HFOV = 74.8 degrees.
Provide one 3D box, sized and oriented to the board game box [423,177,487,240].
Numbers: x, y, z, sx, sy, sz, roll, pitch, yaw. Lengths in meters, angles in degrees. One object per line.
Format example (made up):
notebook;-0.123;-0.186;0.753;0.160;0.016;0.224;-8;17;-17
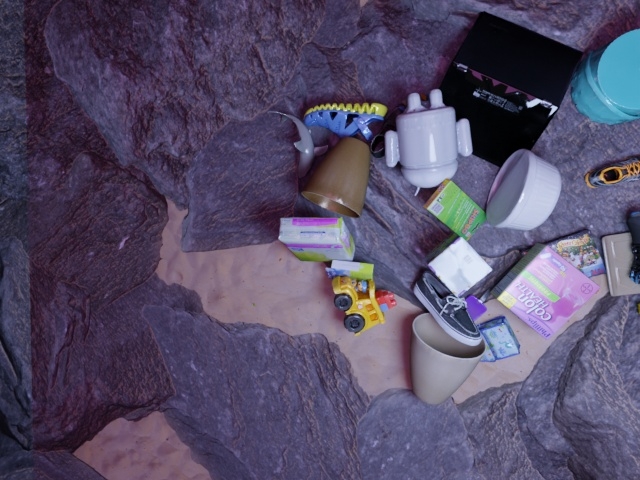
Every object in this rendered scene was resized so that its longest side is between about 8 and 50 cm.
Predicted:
board game box;0.486;-0.103;1.488;0.259;0.039;0.124;32;103;-31

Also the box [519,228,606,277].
box;0.851;0.074;1.479;0.233;0.044;0.159;-21;90;13

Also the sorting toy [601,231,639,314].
sorting toy;1.100;0.119;1.434;0.229;0.041;0.307;-10;92;8

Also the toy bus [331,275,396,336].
toy bus;0.167;0.219;1.569;0.211;0.149;0.220;-23;106;12

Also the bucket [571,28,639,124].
bucket;0.979;-0.519;1.342;0.281;0.183;0.281;1;94;12

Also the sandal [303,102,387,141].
sandal;0.089;-0.442;1.579;0.317;0.126;0.138;4;98;14

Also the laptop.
laptop;0.638;-0.530;1.502;0.382;0.236;0.408;29;128;10

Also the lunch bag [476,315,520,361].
lunch bag;0.626;0.365;1.528;0.151;0.096;0.129;-27;88;31

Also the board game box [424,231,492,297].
board game box;0.464;0.075;1.446;0.142;0.275;0.144;-43;84;12

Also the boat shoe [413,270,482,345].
boat shoe;0.461;0.230;1.486;0.306;0.113;0.105;54;139;39

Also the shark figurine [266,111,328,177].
shark figurine;-0.087;-0.392;1.602;0.166;0.116;0.278;-20;95;36

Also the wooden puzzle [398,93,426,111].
wooden puzzle;0.348;-0.507;1.544;0.078;0.014;0.116;42;72;12

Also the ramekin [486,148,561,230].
ramekin;0.679;-0.158;1.399;0.127;0.273;0.273;17;97;-1

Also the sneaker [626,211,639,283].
sneaker;1.073;0.071;1.351;0.139;0.125;0.341;-28;88;10

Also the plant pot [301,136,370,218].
plant pot;0.085;-0.244;1.551;0.237;0.237;0.254;22;86;10

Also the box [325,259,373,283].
box;0.115;0.121;1.613;0.178;0.109;0.042;6;62;12

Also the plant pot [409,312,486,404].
plant pot;0.427;0.448;1.512;0.256;0.256;0.274;15;115;11

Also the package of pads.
package of pads;0.000;0.000;1.537;0.229;0.296;0.101;1;74;13

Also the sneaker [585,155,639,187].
sneaker;1.018;-0.228;1.404;0.214;0.083;0.084;-20;88;12

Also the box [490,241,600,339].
box;0.754;0.168;1.424;0.213;0.117;0.243;41;102;6

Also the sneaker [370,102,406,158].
sneaker;0.260;-0.407;1.541;0.083;0.118;0.222;29;99;9

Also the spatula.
spatula;0.629;0.183;1.542;0.084;0.030;0.296;44;101;9

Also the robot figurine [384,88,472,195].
robot figurine;0.371;-0.337;1.461;0.299;0.200;0.354;-7;107;12
